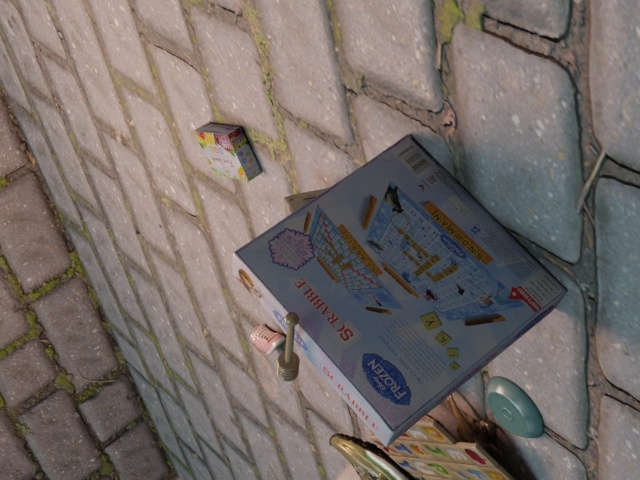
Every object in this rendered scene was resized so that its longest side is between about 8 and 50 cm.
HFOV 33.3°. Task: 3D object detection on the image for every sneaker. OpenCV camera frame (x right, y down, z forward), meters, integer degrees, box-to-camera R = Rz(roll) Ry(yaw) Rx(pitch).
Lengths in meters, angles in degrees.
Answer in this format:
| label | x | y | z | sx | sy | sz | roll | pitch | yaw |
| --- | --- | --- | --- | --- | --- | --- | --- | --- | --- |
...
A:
| label | x | y | z | sx | sy | sz | roll | pitch | yaw |
| --- | --- | --- | --- | --- | --- | --- | --- | --- | --- |
| sneaker | 0.143 | 0.557 | 2.116 | 0.410 | 0.182 | 0.158 | 45 | 177 | 11 |
| sneaker | -0.124 | 0.222 | 2.430 | 0.070 | 0.051 | 0.134 | 49 | 161 | 1 |

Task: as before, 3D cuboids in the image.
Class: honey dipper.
| label | x | y | z | sx | sy | sz | roll | pitch | yaw |
| --- | --- | --- | --- | --- | --- | --- | --- | --- | --- |
| honey dipper | -0.041 | 0.134 | 1.369 | 0.030 | 0.030 | 0.160 | 45 | 156 | 23 |

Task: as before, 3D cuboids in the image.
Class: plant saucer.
| label | x | y | z | sx | sy | sz | roll | pitch | yaw |
| --- | --- | --- | --- | --- | --- | --- | --- | --- | --- |
| plant saucer | 0.304 | 0.271 | 1.704 | 0.119 | 0.021 | 0.119 | 43 | 154 | 27 |

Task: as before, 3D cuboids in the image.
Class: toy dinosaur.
| label | x | y | z | sx | sy | sz | roll | pitch | yaw |
| --- | --- | --- | --- | --- | --- | --- | --- | --- | --- |
| toy dinosaur | 0.259 | 0.333 | 1.834 | 0.183 | 0.053 | 0.092 | 60 | 158 | -12 |

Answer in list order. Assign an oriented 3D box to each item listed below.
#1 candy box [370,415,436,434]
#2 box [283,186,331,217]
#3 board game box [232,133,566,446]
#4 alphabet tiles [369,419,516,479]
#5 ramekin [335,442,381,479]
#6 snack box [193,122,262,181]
| label | x | y | z | sx | sy | sz | roll | pitch | yaw |
| --- | --- | --- | --- | --- | --- | --- | --- | --- | --- |
| candy box | 0.160 | 0.365 | 2.068 | 0.187 | 0.053 | 0.109 | 26 | 145 | 51 |
| box | 0.007 | 0.058 | 1.809 | 0.113 | 0.094 | 0.275 | -116 | 16 | -57 |
| board game box | 0.103 | 0.055 | 1.428 | 0.318 | 0.318 | 0.066 | 48 | 157 | 19 |
| alphabet tiles | 0.231 | 0.409 | 1.913 | 0.285 | 0.011 | 0.342 | 45 | 155 | -16 |
| ramekin | 0.139 | 0.581 | 2.304 | 0.273 | 0.127 | 0.273 | 43 | 154 | 27 |
| snack box | -0.176 | -0.168 | 2.025 | 0.141 | 0.037 | 0.100 | 15 | 136 | 57 |
